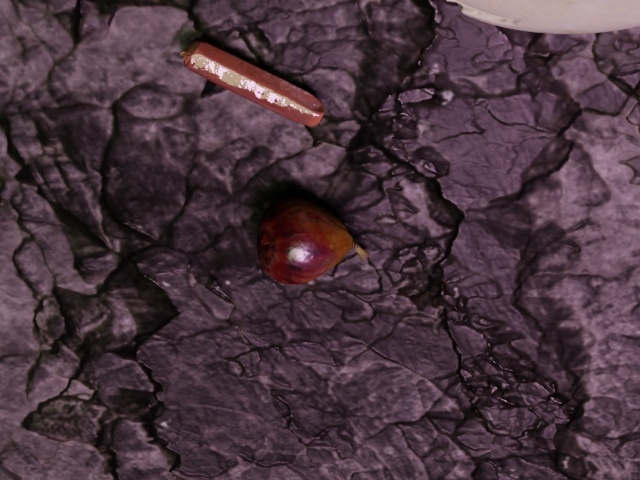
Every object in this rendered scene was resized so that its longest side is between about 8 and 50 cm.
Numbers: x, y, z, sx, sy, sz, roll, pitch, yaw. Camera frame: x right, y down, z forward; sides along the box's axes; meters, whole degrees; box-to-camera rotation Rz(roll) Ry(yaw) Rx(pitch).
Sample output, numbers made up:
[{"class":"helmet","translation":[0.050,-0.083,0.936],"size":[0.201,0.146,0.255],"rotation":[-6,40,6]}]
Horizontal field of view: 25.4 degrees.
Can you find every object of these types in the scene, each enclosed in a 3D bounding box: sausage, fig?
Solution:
[{"class":"sausage","translation":[-0.064,-0.147,1.325],"size":[0.147,0.035,0.030],"rotation":[26,143,-16]},{"class":"fig","translation":[0.000,0.000,1.419],"size":[0.125,0.089,0.089],"rotation":[-3,132,-29]}]

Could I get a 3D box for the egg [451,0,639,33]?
[{"class":"egg","translation":[0.167,-0.296,1.058],"size":[0.336,0.278,0.278],"rotation":[3,128,4]}]
